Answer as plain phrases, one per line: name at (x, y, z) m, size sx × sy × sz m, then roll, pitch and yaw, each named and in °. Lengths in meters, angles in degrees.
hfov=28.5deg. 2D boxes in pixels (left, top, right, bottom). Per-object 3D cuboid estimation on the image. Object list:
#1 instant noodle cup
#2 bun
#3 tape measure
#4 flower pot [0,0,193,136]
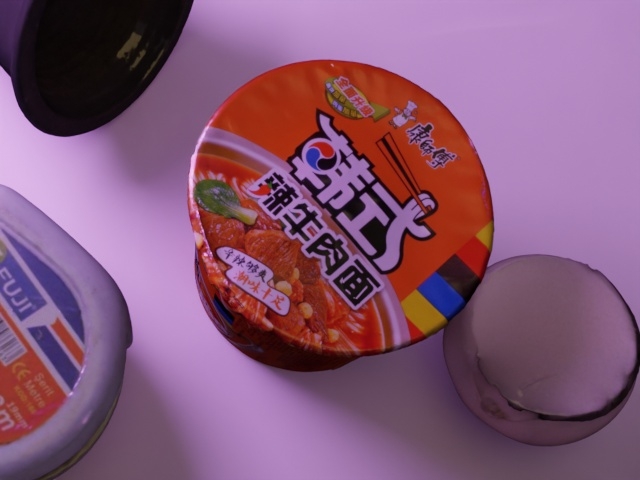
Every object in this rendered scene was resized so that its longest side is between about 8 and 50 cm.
instant noodle cup at (0.000, 0.000, 1.069) m, size 0.251 × 0.192 × 0.250 m, roll 4°, pitch 71°, yaw -11°
bun at (0.191, 0.101, 1.118) m, size 0.173 × 0.120 × 0.172 m, roll 4°, pitch 64°, yaw -8°
tape measure at (-0.275, 0.098, 1.012) m, size 0.246 × 0.125 × 0.243 m, roll -35°, pitch 84°, yaw -19°
flower pot at (-0.231, -0.224, 1.100) m, size 0.148 × 0.235 × 0.235 m, roll 31°, pitch 67°, yaw 21°
